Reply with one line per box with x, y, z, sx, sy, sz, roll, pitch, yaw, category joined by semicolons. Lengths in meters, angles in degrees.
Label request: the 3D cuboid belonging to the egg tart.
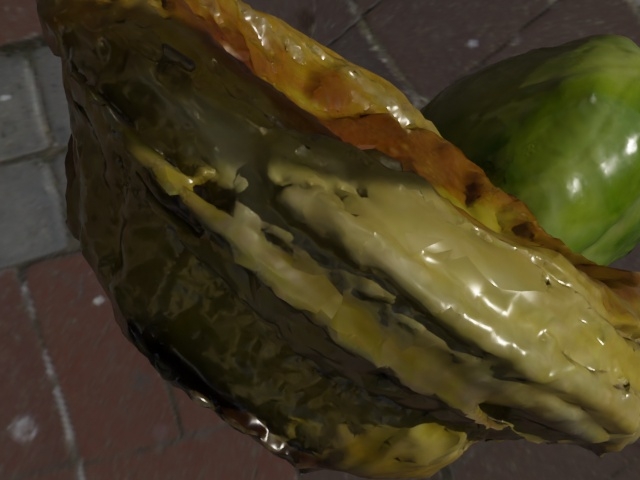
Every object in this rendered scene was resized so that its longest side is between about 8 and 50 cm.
0.000;0.000;0.614;0.352;0.352;0.150;35;100;-5;egg tart

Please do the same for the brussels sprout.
0.138;-0.047;0.857;0.161;0.223;0.223;40;96;-8;brussels sprout
